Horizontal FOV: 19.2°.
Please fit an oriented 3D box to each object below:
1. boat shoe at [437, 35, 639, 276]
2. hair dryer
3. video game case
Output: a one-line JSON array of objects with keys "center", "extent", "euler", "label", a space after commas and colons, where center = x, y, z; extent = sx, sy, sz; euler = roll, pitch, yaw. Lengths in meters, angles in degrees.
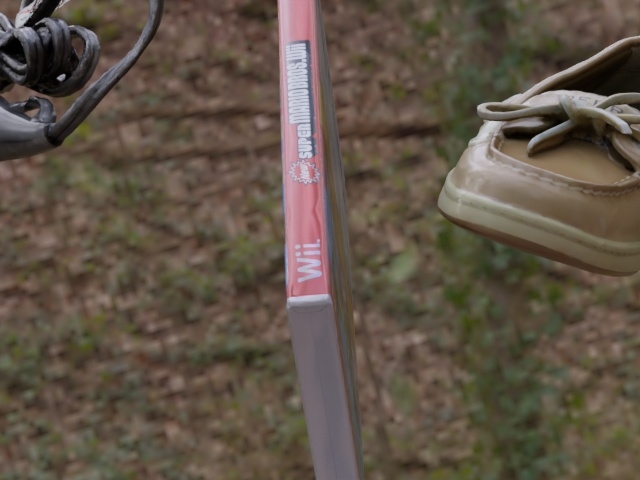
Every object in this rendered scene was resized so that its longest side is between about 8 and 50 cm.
[{"center": [0.131, -0.050, 0.948], "extent": [0.105, 0.089, 0.285], "euler": [21, 17, 10], "label": "boat shoe"}, {"center": [-0.191, -0.063, 0.843], "extent": [0.293, 0.080, 0.223], "euler": [-42, 25, 18], "label": "hair dryer"}, {"center": [0.000, 0.000, 1.073], "extent": [0.025, 0.285, 0.204], "euler": [-6, -45, 3], "label": "video game case"}]
